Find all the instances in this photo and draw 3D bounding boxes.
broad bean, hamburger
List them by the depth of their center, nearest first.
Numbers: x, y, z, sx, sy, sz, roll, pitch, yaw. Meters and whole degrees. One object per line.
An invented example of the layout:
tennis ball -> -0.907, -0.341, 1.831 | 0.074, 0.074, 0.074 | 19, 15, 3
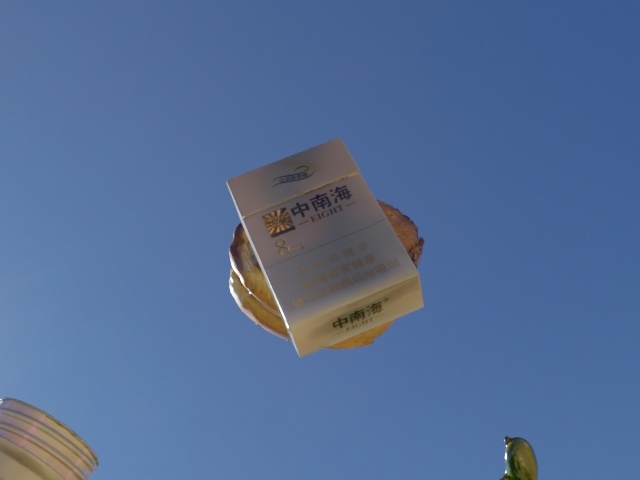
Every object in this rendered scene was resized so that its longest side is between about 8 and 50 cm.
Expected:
broad bean -> 0.168, 0.310, 1.019 | 0.213, 0.070, 0.048 | -48, -19, 9
hamburger -> 0.012, 0.034, 1.456 | 0.284, 0.304, 0.174 | 23, -46, 18

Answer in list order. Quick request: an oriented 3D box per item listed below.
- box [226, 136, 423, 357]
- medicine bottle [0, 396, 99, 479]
box -> 0.000, 0.000, 1.039 | 0.155, 0.243, 0.067 | -22, -40, -7
medicine bottle -> -0.316, 0.288, 0.733 | 0.124, 0.324, 0.179 | 22, -33, 18
